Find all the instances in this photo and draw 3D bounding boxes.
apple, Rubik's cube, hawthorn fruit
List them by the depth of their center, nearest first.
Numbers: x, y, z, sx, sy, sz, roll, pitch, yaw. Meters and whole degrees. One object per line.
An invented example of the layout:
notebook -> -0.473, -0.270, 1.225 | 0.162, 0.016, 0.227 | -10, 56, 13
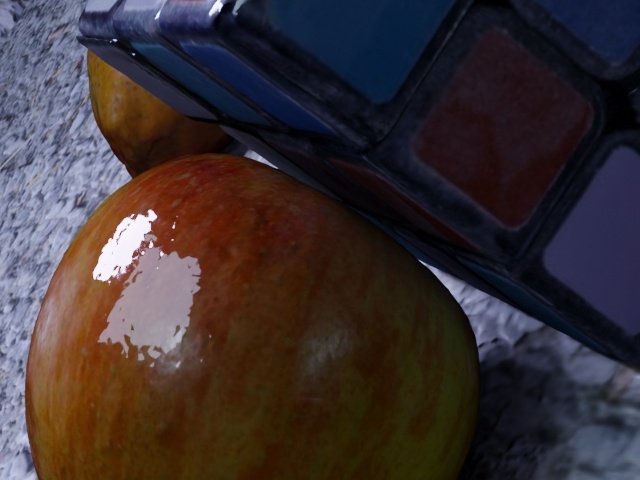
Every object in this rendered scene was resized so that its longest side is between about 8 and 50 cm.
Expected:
apple -> -0.052, 0.098, 1.032 | 0.301, 0.301, 0.301 | -44, 24, 25
Rubik's cube -> 0.105, -0.179, 1.051 | 0.362, 0.359, 0.363 | -56, 24, -6
hawthorn fruit -> -0.166, -0.162, 1.821 | 0.208, 0.208, 0.248 | 2, 76, 65

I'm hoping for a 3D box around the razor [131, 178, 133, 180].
razor -> -0.220, -0.139, 2.094 | 0.044, 0.028, 0.154 | -40, 27, 35
